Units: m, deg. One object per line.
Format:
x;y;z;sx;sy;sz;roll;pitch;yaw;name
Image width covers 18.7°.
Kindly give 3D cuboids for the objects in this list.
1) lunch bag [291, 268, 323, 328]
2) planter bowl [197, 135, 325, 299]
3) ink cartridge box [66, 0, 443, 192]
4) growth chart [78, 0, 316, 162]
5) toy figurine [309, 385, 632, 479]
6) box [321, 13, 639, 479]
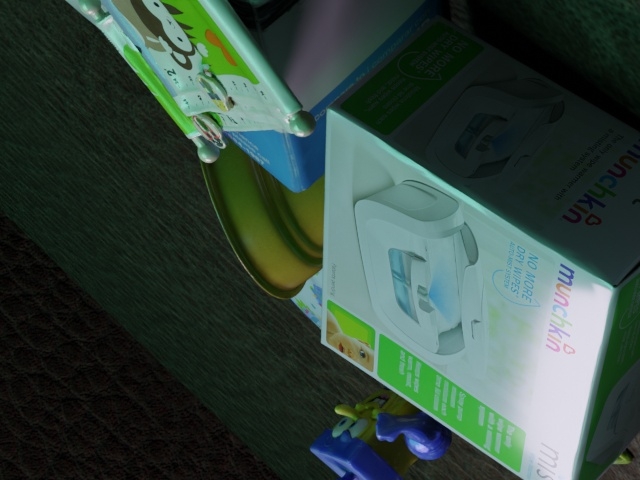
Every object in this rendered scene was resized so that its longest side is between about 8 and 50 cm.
0.000;0.000;1.859;0.176;0.090;0.219;46;166;3;lunch bag
-0.011;-0.071;1.480;0.217;0.090;0.217;-15;-90;-71;planter bowl
-0.080;-0.253;1.256;0.285;0.166;0.395;41;165;23;ink cartridge box
-0.086;-0.123;1.246;0.172;0.021;0.237;50;164;-14;growth chart
0.099;0.201;1.851;0.191;0.217;0.362;52;166;-16;toy figurine
0.128;0.017;1.326;0.231;0.127;0.262;34;148;23;box
